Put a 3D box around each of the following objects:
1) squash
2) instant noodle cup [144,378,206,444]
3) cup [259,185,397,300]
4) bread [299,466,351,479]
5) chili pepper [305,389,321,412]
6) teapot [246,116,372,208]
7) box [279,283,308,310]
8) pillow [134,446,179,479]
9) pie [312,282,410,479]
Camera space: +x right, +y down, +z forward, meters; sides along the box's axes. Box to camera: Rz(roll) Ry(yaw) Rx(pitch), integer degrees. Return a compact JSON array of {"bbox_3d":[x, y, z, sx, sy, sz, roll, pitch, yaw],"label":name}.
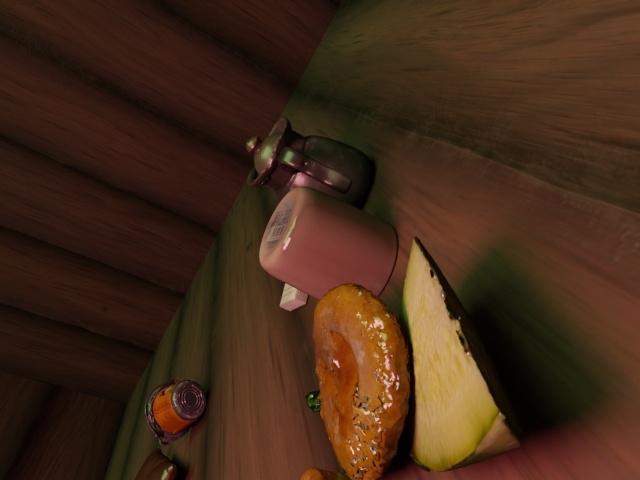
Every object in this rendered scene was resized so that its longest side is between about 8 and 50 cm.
[{"bbox_3d":[0.111,0.151,0.441,0.154,0.204,0.237,-30,31,18],"label":"squash"},{"bbox_3d":[-0.449,0.526,1.308,0.125,0.177,0.208,-36,52,27],"label":"instant noodle cup"},{"bbox_3d":[0.000,0.000,0.795,0.192,0.200,0.253,-59,21,14],"label":"cup"},{"bbox_3d":[0.036,0.355,0.470,0.245,0.094,0.102,1,72,66],"label":"bread"},{"bbox_3d":[0.009,0.264,0.704,0.118,0.035,0.056,-50,24,30],"label":"chili pepper"},{"bbox_3d":[-0.045,-0.143,0.941,0.223,0.285,0.305,-52,24,29],"label":"teapot"},{"bbox_3d":[-0.055,0.094,1.035,0.084,0.040,0.155,-38,32,53],"label":"box"},{"bbox_3d":[-0.511,0.797,1.205,0.305,0.108,0.308,-28,41,54],"label":"pillow"},{"bbox_3d":[0.044,0.188,0.560,0.273,0.069,0.274,176,90,-73],"label":"pie"}]
